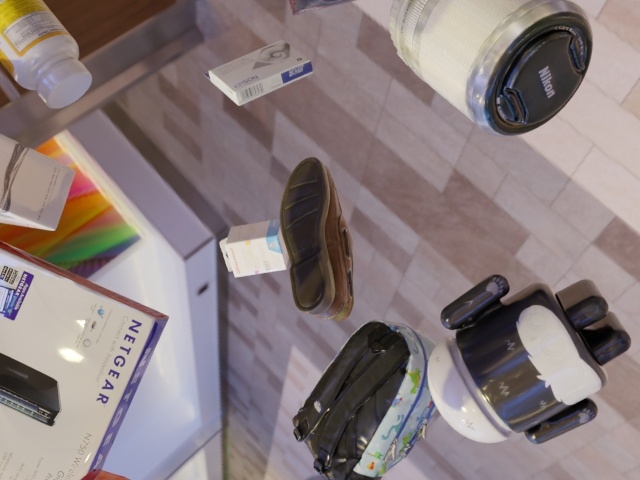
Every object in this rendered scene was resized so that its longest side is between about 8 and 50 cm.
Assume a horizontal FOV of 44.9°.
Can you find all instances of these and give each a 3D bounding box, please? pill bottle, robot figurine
[{"bbox_3d":[-0.471,-0.322,1.263,0.208,0.117,0.117,50,156,6],"label":"pill bottle"},{"bbox_3d":[0.285,0.166,1.088,0.173,0.278,0.209,31,-151,-56],"label":"robot figurine"}]

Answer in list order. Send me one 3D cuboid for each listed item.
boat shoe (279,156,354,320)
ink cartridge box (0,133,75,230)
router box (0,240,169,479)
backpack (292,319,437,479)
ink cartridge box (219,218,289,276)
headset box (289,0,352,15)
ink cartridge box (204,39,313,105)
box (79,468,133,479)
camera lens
[{"bbox_3d":[0.000,0.000,1.411,0.111,0.307,0.104,-20,151,37],"label":"boat shoe"},{"bbox_3d":[-0.562,-0.114,1.218,0.198,0.114,0.273,8,167,31],"label":"ink cartridge box"},{"bbox_3d":[-0.421,0.198,1.090,0.301,0.335,0.082,23,177,4],"label":"router box"},{"bbox_3d":[0.126,0.351,1.763,0.290,0.273,0.355,41,117,55],"label":"backpack"},{"bbox_3d":[-0.152,0.018,1.786,0.090,0.143,0.092,-81,-19,-61],"label":"ink cartridge box"},{"bbox_3d":[0.038,-0.536,1.464,0.293,0.218,0.110,139,117,-86],"label":"headset box"},{"bbox_3d":[-0.166,-0.445,1.989,0.224,0.223,0.045,44,155,46],"label":"ink cartridge box"},{"bbox_3d":[-0.191,0.398,0.752,0.154,0.142,0.300,10,114,25],"label":"box"},{"bbox_3d":[0.262,-0.310,1.204,0.274,0.219,0.219,51,162,39],"label":"camera lens"}]
